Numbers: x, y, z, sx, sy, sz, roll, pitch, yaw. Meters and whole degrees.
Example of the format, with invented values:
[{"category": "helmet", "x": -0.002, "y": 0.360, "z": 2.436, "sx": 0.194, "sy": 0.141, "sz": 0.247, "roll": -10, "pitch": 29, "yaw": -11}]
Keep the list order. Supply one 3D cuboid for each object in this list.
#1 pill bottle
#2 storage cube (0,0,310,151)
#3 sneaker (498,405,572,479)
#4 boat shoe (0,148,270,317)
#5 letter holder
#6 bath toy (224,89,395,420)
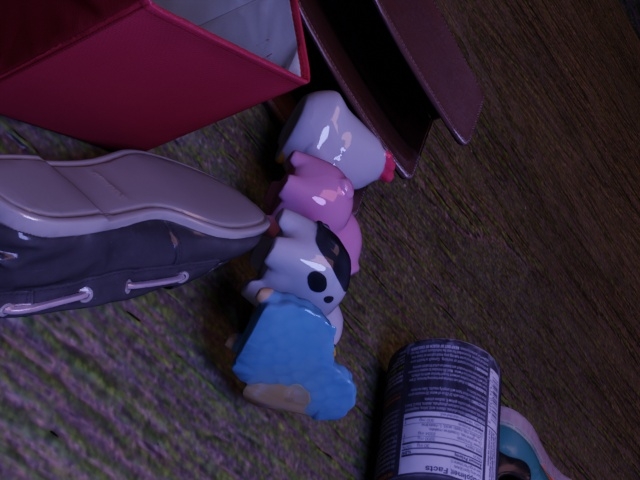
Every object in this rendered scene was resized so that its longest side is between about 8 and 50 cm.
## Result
[{"category": "pill bottle", "x": 0.122, "y": 0.236, "z": 1.048, "sx": 0.130, "sy": 0.130, "sz": 0.246, "roll": 48, "pitch": 38, "yaw": -36}, {"category": "storage cube", "x": -0.148, "y": -0.195, "z": 0.764, "sx": 0.215, "sy": 0.193, "sz": 0.184, "roll": 15, "pitch": 62, "yaw": -55}, {"category": "sneaker", "x": 0.275, "y": 0.351, "z": 1.275, "sx": 0.302, "sy": 0.108, "sz": 0.121, "roll": 48, "pitch": 38, "yaw": -22}, {"category": "boat shoe", "x": -0.161, "y": -0.004, "z": 0.766, "sx": 0.112, "sy": 0.095, "sz": 0.335, "roll": 42, "pitch": 19, "yaw": 20}, {"category": "letter holder", "x": 0.040, "y": -0.205, "z": 1.125, "sx": 0.302, "sy": 0.152, "sz": 0.214, "roll": 56, "pitch": 36, "yaw": -27}, {"category": "bath toy", "x": 0.000, "y": 0.000, "z": 0.962, "sx": 0.129, "sy": 0.151, "sz": 0.348, "roll": 25, "pitch": 44, "yaw": -14}]
